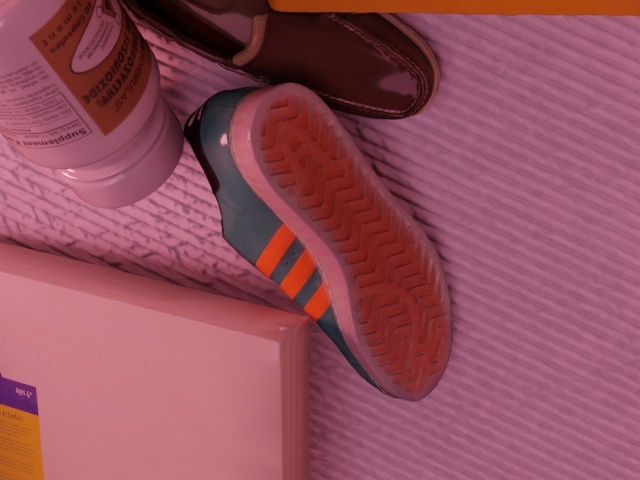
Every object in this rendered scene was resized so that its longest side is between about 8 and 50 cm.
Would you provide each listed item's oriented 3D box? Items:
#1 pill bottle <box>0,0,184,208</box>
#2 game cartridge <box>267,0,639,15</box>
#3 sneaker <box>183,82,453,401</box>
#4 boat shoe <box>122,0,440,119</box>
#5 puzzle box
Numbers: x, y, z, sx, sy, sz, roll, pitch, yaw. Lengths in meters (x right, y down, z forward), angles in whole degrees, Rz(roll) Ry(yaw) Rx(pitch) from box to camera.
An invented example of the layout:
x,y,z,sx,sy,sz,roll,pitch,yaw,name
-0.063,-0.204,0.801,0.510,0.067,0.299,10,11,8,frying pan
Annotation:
x,y,z,sx,sy,sz,roll,pitch,yaw,name
-0.195,-0.128,1.210,0.131,0.131,0.229,-7,144,20,pill bottle
0.076,-0.293,1.039,0.285,0.053,0.324,3,131,17,game cartridge
0.000,0.000,1.280,0.121,0.108,0.302,7,135,51,sneaker
-0.037,-0.151,1.214,0.257,0.095,0.095,23,119,6,boat shoe
-0.196,0.148,1.381,0.409,0.052,0.272,13,119,25,puzzle box
